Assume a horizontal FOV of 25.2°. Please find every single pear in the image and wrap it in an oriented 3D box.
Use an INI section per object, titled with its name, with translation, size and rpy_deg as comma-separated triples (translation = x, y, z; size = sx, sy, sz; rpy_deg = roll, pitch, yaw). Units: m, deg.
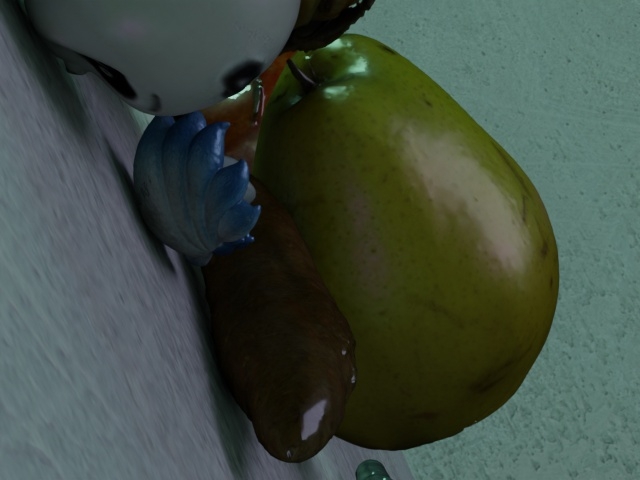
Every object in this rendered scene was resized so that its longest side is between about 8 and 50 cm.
[pear]
translation = 0.046, 0.006, 1.182
size = 0.336, 0.285, 0.285
rpy_deg = 56, 2, 0

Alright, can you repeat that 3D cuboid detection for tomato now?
[tomato]
translation = -0.051, -0.120, 1.539
size = 0.309, 0.170, 0.309
rpy_deg = -25, 90, -87

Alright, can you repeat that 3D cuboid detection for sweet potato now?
[sweet potato]
translation = -0.033, 0.059, 0.971
size = 0.114, 0.092, 0.341
rpy_deg = 41, 13, -33

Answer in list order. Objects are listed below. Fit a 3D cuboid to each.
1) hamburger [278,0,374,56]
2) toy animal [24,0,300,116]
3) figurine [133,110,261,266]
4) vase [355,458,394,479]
[hamburger]
translation = -0.090, -0.254, 1.026
size = 0.319, 0.158, 0.318
rpy_deg = 35, -36, 31
[toy animal]
translation = -0.108, -0.185, 0.829
size = 0.187, 0.165, 0.235
rpy_deg = -100, 167, -68
[figurine]
translation = -0.082, -0.040, 0.927
size = 0.114, 0.079, 0.114
rpy_deg = 46, -36, 48
[vase]
translation = 0.066, 0.274, 1.368
size = 0.211, 0.060, 0.060
rpy_deg = -116, 180, -65
